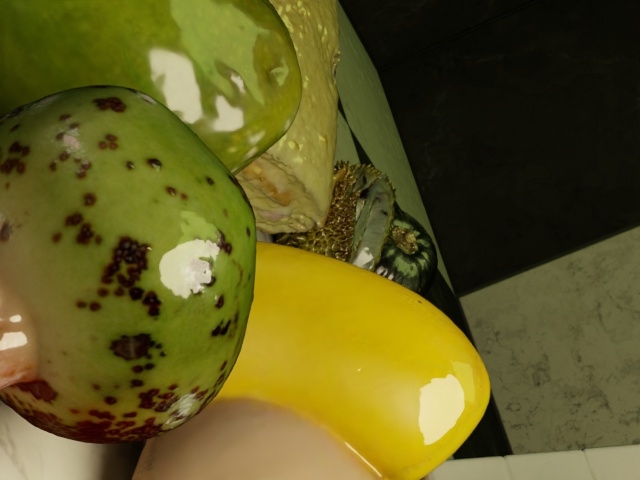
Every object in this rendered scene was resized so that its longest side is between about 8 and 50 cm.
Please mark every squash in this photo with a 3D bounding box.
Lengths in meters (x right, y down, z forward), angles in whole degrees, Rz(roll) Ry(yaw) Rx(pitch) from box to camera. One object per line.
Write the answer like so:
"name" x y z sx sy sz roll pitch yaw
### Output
"squash" 0.101 0.033 1.864 0.193 0.156 0.193 30 22 -13

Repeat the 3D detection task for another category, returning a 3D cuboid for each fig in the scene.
"fig" -0.163 -0.177 0.882 0.314 0.233 0.233 59 12 -15

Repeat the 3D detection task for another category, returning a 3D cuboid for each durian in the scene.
"durian" 0.000 0.000 1.579 0.237 0.138 0.193 -69 159 -6

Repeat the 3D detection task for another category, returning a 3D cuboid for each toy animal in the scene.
"toy animal" -0.013 0.170 0.839 0.247 0.278 0.345 86 -11 -62

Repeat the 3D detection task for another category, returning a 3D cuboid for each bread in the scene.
"bread" -0.068 -0.210 1.376 0.236 0.165 0.375 41 42 -50

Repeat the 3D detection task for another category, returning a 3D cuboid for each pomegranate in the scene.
"pomegranate" -0.152 0.030 0.654 0.248 0.214 0.214 -34 104 -46

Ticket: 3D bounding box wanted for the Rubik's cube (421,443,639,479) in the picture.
"Rubik's cube" 0.267 0.436 1.295 0.291 0.290 0.291 -101 -169 -48
